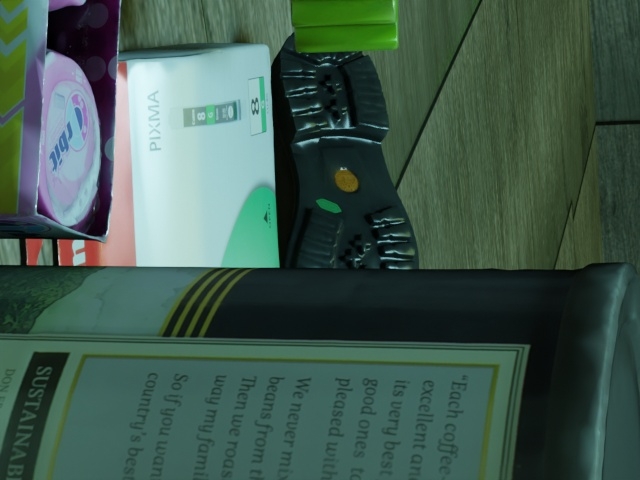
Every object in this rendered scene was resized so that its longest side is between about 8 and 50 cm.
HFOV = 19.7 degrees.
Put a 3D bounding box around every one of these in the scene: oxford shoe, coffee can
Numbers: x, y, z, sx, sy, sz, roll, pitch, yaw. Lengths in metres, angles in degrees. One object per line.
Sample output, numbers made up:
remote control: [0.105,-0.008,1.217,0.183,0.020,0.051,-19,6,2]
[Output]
oxford shoe: [0.000,0.000,1.054,0.096,0.083,0.227,-41,-133,55]
coffee can: [-0.041,0.106,0.573,0.201,0.275,0.201,1,90,-75]

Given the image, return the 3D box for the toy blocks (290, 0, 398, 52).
toy blocks: [-0.026,-0.259,0.709,0.261,0.191,0.381,-53,142,-80]

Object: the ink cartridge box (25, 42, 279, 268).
ink cartridge box: [-0.074,-0.001,0.883,0.225,0.056,0.181,-32,121,-74]

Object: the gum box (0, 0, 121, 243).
gum box: [-0.123,-0.096,0.588,0.062,0.107,0.188,25,66,-73]
